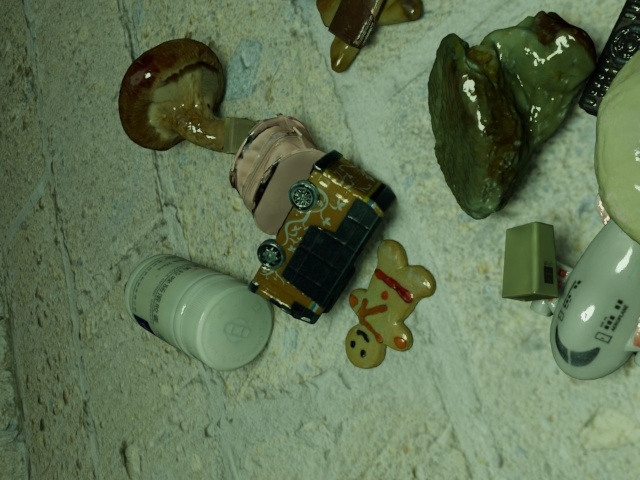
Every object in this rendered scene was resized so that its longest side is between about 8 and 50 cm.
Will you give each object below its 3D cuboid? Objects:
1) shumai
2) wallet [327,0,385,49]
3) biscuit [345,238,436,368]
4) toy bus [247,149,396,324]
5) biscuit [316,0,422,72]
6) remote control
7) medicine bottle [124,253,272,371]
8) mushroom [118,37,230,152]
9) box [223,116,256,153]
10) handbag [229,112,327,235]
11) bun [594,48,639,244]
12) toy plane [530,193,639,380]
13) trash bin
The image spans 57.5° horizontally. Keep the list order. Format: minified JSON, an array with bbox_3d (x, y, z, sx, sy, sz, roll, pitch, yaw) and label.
[{"bbox_3d":[0.270,-0.168,0.816,0.272,0.203,0.222,84,175,-46],"label":"shumai"},{"bbox_3d":[0.077,-0.432,1.017,0.095,0.026,0.176,45,119,32],"label":"wallet"},{"bbox_3d":[0.109,0.127,1.023,0.153,0.030,0.234,46,118,38],"label":"biscuit"},{"bbox_3d":[0.000,0.000,1.034,0.167,0.138,0.275,33,115,4],"label":"toy bus"},{"bbox_3d":[0.085,-0.421,1.059,0.208,0.047,0.164,-24,71,42],"label":"biscuit"},{"bbox_3d":[0.410,-0.275,0.743,0.063,0.025,0.245,35,112,39],"label":"remote control"},{"bbox_3d":[-0.274,0.151,1.290,0.332,0.190,0.190,14,98,45],"label":"medicine bottle"},{"bbox_3d":[-0.323,-0.324,1.327,0.254,0.267,0.267,16,99,44],"label":"mushroom"},{"bbox_3d":[-0.171,-0.228,1.282,0.035,0.079,0.083,6,92,46],"label":"box"},{"bbox_3d":[-0.071,-0.122,1.116,0.205,0.179,0.116,-60,44,24],"label":"handbag"},{"bbox_3d":[0.423,-0.106,0.569,0.287,0.146,0.287,-1,81,8],"label":"bun"},{"bbox_3d":[0.357,0.058,0.718,0.252,0.118,0.252,0,90,47],"label":"toy plane"},{"bbox_3d":[0.264,0.028,0.739,0.061,0.043,0.092,157,119,-62],"label":"trash bin"}]
